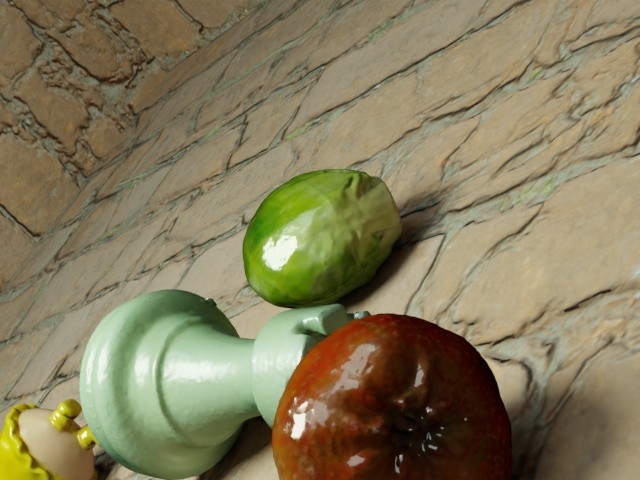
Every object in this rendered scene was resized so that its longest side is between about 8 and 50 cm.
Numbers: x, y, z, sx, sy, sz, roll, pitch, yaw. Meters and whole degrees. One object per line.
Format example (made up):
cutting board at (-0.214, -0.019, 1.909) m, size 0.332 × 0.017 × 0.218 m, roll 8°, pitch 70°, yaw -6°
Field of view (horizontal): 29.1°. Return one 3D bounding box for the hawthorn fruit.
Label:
hawthorn fruit at (0.045, 0.144, 0.914) m, size 0.179 × 0.179 × 0.200 m, roll -50°, pitch 7°, yaw -13°

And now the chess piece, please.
chess piece at (-0.077, 0.134, 1.188) m, size 0.299 × 0.194 × 0.195 m, roll -10°, pitch 39°, yaw 45°

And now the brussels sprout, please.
brussels sprout at (-0.003, -0.005, 1.351) m, size 0.180 × 0.144 × 0.161 m, roll -26°, pitch -6°, yaw -14°

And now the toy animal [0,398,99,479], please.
toy animal at (-0.356, 0.279, 1.494) m, size 0.229 × 0.156 × 0.156 m, roll -37°, pitch 21°, yaw 18°
